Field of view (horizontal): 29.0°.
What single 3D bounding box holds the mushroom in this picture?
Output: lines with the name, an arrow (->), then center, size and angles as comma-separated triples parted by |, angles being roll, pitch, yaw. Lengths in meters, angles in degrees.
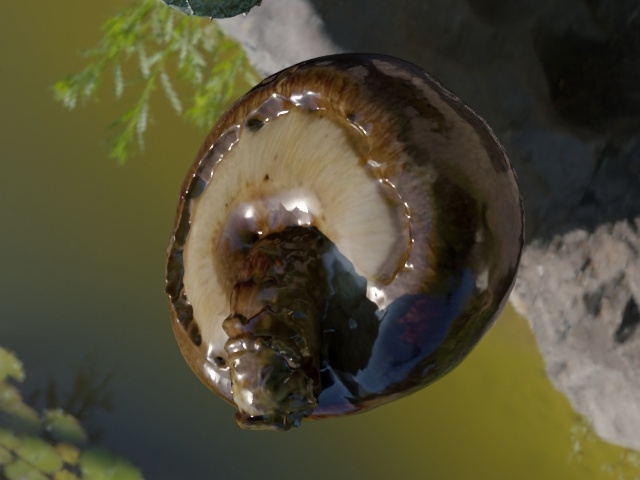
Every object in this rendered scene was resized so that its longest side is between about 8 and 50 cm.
mushroom -> 0.009, 0.009, 0.864 | 0.163, 0.278, 0.297 | 25, 151, -37

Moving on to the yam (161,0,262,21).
yam -> -0.118, -0.321, 1.267 | 0.154, 0.254, 0.154 | -1, 114, -2
